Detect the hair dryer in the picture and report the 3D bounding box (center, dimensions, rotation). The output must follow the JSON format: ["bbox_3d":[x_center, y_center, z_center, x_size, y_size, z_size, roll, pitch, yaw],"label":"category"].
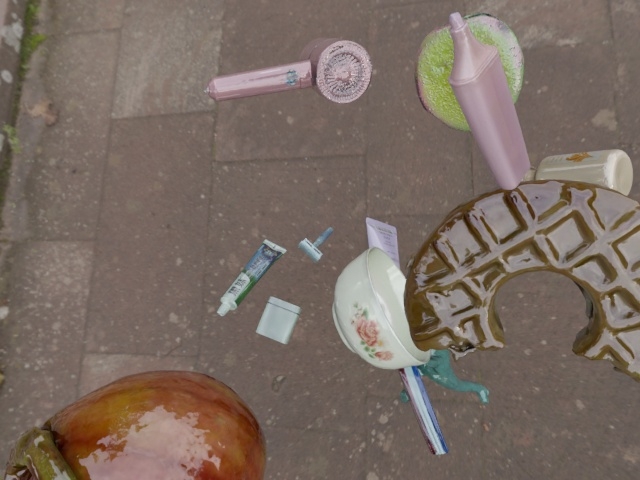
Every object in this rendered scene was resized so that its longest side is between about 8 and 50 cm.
[{"bbox_3d":[-0.083,-0.365,1.018,0.353,0.210,0.125,-11,118,-9],"label":"hair dryer"}]

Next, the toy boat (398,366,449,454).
[{"bbox_3d":[0.237,0.384,1.081,0.046,0.080,0.228,-21,83,-5],"label":"toy boat"}]

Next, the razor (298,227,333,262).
[{"bbox_3d":[0.000,0.000,1.265,0.068,0.135,0.040,44,129,1],"label":"razor"}]

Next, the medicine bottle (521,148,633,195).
[{"bbox_3d":[0.553,-0.139,1.053,0.252,0.114,0.114,4,76,55],"label":"medicine bottle"}]

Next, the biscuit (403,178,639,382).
[{"bbox_3d":[0.293,0.051,0.615,0.366,0.115,0.268,4,104,19],"label":"biscuit"}]

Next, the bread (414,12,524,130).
[{"bbox_3d":[0.284,-0.326,0.914,0.228,0.228,0.033,38,48,18],"label":"bread"}]

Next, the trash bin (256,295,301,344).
[{"bbox_3d":[-0.139,0.267,1.546,0.116,0.059,0.129,19,78,11],"label":"trash bin"}]

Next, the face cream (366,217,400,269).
[{"bbox_3d":[0.229,0.057,1.642,0.096,0.154,0.273,-33,52,47],"label":"face cream"}]

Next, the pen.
[{"bbox_3d":[0.159,-0.128,0.440,0.053,0.197,0.032,-50,39,-14],"label":"pen"}]

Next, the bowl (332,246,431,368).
[{"bbox_3d":[0.121,0.165,1.026,0.145,0.277,0.277,-29,73,20],"label":"bowl"}]

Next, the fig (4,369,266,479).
[{"bbox_3d":[-0.145,0.194,0.369,0.205,0.205,0.205,-3,78,13],"label":"fig"}]

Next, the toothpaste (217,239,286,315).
[{"bbox_3d":[-0.252,0.129,1.660,0.099,0.061,0.392,27,46,8],"label":"toothpaste"}]

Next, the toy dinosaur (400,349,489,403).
[{"bbox_3d":[0.316,0.270,1.246,0.129,0.331,0.383,-28,67,44],"label":"toy dinosaur"}]
